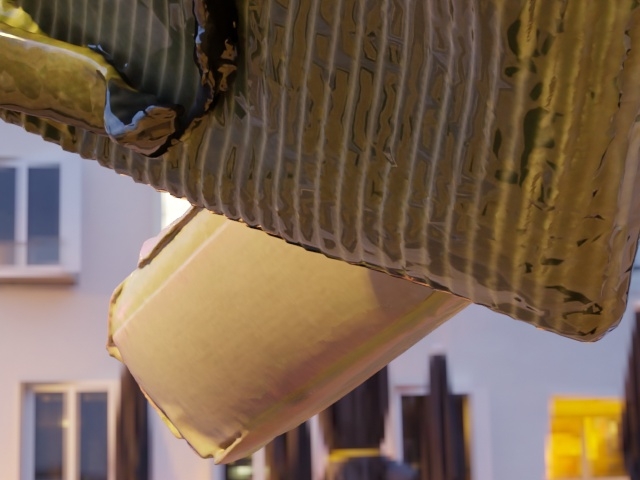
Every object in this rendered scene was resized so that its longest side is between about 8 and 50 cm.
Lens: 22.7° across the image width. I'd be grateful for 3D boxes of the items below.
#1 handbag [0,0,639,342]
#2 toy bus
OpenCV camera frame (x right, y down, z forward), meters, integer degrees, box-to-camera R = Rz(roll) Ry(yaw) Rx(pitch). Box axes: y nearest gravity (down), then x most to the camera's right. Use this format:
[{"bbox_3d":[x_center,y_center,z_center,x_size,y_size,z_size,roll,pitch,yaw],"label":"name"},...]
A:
[{"bbox_3d":[0.004,-0.147,0.464,0.240,0.247,0.340,11,-32,11],"label":"handbag"},{"bbox_3d":[0.000,0.000,0.930,0.162,0.171,0.386,-33,-6,-36],"label":"toy bus"}]
